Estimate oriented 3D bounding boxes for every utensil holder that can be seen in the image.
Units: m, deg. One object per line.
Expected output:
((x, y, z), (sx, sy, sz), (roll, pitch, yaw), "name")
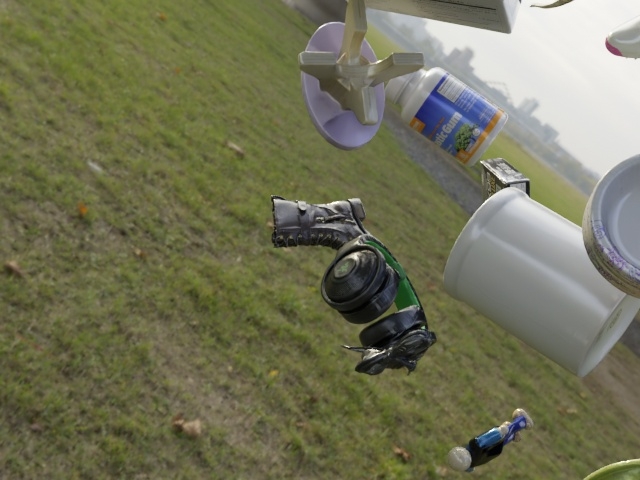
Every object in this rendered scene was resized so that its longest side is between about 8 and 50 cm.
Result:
((0.555, 0.100, 1.716), (0.385, 0.327, 0.327), (35, 12, 31), "utensil holder")

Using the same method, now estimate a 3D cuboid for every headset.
((0.126, 0.117, 1.227), (0.243, 0.185, 0.394), (56, 23, -10), "headset")

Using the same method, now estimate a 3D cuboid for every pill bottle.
((0.286, -0.307, 1.640), (0.272, 0.152, 0.152), (35, 16, 4), "pill bottle")

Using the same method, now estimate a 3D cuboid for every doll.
((0.274, 0.338, 1.149), (0.189, 0.129, 0.046), (-9, 48, -44), "doll")

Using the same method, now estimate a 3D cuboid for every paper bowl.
((0.651, -0.019, 1.340), (0.284, 0.284, 0.148), (46, -6, 22), "paper bowl")

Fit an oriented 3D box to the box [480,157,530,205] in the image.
((0.566, -0.074, 2.136), (0.076, 0.307, 0.242), (-9, 23, -2), "box")

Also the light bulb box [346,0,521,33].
((0.186, -0.551, 1.240), (0.358, 0.225, 0.361), (17, 5, 18), "light bulb box")

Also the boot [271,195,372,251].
((0.000, 0.000, 1.617), (0.229, 0.091, 0.263), (-3, 51, -15), "boot")

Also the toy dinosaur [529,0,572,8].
((0.575, -0.552, 1.516), (0.118, 0.268, 0.064), (-5, 87, -59), "toy dinosaur")

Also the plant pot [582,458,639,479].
((0.580, 0.558, 1.177), (0.276, 0.276, 0.254), (35, 37, -12), "plant pot")

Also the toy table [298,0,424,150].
((0.062, -0.335, 1.398), (0.161, 0.252, 0.274), (144, -71, -71), "toy table")

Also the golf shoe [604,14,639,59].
((0.763, -0.484, 1.485), (0.140, 0.306, 0.115), (62, 16, -53), "golf shoe")
